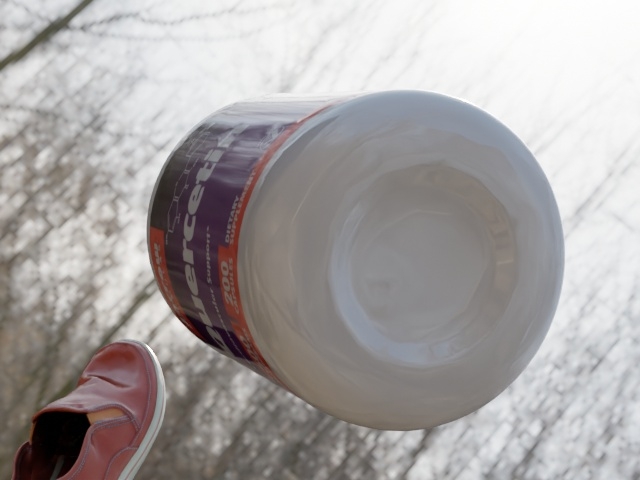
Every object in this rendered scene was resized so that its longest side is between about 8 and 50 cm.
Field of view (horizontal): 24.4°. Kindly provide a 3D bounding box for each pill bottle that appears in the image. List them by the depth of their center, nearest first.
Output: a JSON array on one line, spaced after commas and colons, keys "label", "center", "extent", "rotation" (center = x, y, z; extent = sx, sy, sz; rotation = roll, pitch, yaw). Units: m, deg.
[{"label": "pill bottle", "center": [0.000, 0.000, 0.900], "extent": [0.181, 0.181, 0.323], "rotation": [50, -12, -16]}]

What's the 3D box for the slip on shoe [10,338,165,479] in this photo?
[{"label": "slip on shoe", "center": [-0.248, 0.201, 1.554], "extent": [0.123, 0.331, 0.101], "rotation": [-16, -63, 22]}]
